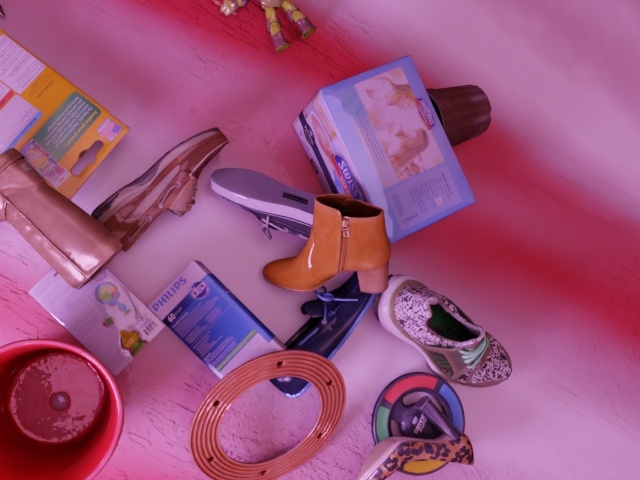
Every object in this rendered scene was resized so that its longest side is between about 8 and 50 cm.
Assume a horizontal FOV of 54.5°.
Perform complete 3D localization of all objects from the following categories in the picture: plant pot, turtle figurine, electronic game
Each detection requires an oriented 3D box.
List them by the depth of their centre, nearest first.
[{"bbox_3d":[-0.487,0.301,1.111,0.274,0.243,0.275,1,85,-14],"label":"plant pot"},{"bbox_3d":[-0.098,-0.556,1.408,0.269,0.087,0.217,-33,93,-17],"label":"turtle figurine"},{"bbox_3d":[0.224,0.415,1.410,0.229,0.048,0.230,2,84,-16],"label":"electronic game"},{"bbox_3d":[0.301,-0.289,1.462,0.165,0.167,0.167,-18,89,-24],"label":"plant pot"}]

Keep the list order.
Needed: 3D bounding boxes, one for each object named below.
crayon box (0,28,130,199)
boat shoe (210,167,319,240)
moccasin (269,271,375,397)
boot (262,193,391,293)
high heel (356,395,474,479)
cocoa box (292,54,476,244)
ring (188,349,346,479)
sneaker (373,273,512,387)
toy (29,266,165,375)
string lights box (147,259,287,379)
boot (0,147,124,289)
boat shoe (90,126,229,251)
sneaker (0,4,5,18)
[{"bbox_3d":[-0.573,-0.240,1.237,0.323,0.083,0.203,38,76,-8],"label":"crayon box"},{"bbox_3d":[-0.095,-0.065,1.341,0.306,0.105,0.113,15,37,-6],"label":"boat shoe"},{"bbox_3d":[0.006,0.172,1.331,0.116,0.137,0.342,38,74,-4],"label":"moccasin"},{"bbox_3d":[0.000,0.001,1.263,0.104,0.294,0.211,-61,147,-48],"label":"boot"},{"bbox_3d":[0.208,0.491,1.334,0.261,0.093,0.186,-44,96,-14],"label":"high heel"},{"bbox_3d":[0.132,-0.177,1.358,0.231,0.228,0.347,-25,91,-17],"label":"cocoa box"},{"bbox_3d":[-0.103,0.357,1.253,0.336,0.032,0.337,-13,121,-23],"label":"ring"},{"bbox_3d":[0.304,0.224,1.367,0.410,0.182,0.158,34,79,-25],"label":"sneaker"},{"bbox_3d":[-0.441,0.138,1.243,0.237,0.056,0.137,44,80,2],"label":"toy"},{"bbox_3d":[-0.207,0.176,1.261,0.259,0.077,0.133,45,88,4],"label":"string lights box"},{"bbox_3d":[-0.549,-0.005,1.177,0.236,0.089,0.269,-41,100,18],"label":"boot"},{"bbox_3d":[-0.316,-0.104,1.287,0.324,0.122,0.120,-40,101,-8],"label":"boat shoe"},{"bbox_3d":[-0.712,-0.419,1.226,0.071,0.066,0.188,42,75,-9],"label":"sneaker"}]
